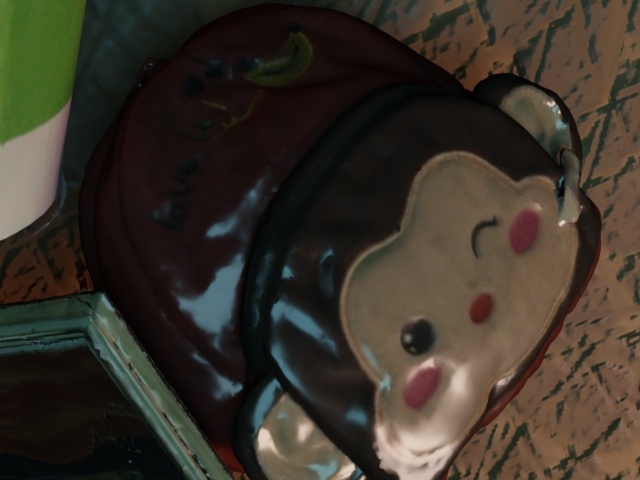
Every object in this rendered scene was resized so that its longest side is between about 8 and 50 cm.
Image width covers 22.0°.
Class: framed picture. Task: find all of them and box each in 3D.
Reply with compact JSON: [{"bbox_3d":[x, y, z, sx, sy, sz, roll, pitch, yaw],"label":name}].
[{"bbox_3d":[-0.084,0.140,0.739,0.016,0.216,0.273,-46,111,-34],"label":"framed picture"}]

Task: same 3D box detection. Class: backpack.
[{"bbox_3d":[0.001,-0.001,0.715,0.229,0.139,0.229,5,77,-24],"label":"backpack"}]

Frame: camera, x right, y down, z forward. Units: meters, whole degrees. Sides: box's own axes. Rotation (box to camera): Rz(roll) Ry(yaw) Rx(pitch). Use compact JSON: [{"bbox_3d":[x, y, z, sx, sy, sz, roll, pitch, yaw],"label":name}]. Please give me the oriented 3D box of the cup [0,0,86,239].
[{"bbox_3d":[-0.185,-0.145,0.608,0.253,0.253,0.274,2,113,-9],"label":"cup"}]
